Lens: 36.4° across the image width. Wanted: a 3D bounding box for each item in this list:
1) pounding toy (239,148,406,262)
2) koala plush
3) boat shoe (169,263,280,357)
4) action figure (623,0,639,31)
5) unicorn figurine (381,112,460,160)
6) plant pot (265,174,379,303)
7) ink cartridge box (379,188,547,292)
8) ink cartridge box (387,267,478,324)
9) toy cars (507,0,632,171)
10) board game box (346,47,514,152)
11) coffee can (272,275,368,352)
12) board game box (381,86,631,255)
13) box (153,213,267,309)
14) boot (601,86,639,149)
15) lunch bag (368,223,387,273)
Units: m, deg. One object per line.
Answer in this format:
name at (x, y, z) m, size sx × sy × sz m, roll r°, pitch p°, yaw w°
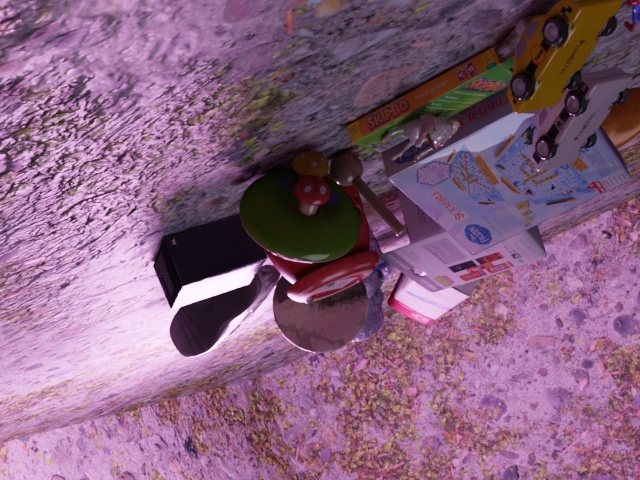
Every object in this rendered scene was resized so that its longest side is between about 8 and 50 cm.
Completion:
pounding toy at (0.003, -0.074, 1.426) m, size 0.237 × 0.183 × 0.110 m, roll -16°, pitch 141°, yaw -33°
koala plush at (0.090, 0.115, 2.386) m, size 0.196 × 0.203 × 0.221 m, roll -4°, pitch 142°, yaw -13°
boat shoe at (-0.211, 0.152, 2.112) m, size 0.320 × 0.118 × 0.103 m, roll -43°, pitch 163°, yaw 34°
action figure at (0.447, -0.332, 1.355) m, size 0.038 × 0.030 × 0.115 m, roll -28°, pitch 164°, yaw -2°
unicorn figurine at (0.145, -0.151, 1.392) m, size 0.111 × 0.060 × 0.162 m, roll -33°, pitch -179°, yaw 41°
plant pot at (0.000, 0.000, 1.668) m, size 0.191 × 0.174 × 0.191 m, roll -24°, pitch 167°, yaw -6°
ink cartridge box at (0.286, -0.023, 2.006) m, size 0.272 × 0.130 × 0.309 m, roll -21°, pitch 154°, yaw 20°
ink cartridge box at (0.297, 0.054, 2.346) m, size 0.226 × 0.131 × 0.306 m, roll -61°, pitch -175°, yaw -21°
toy cars at (0.335, -0.226, 1.352) m, size 0.176 × 0.087 × 0.394 m, roll -35°, pitch 153°, yaw 7°
board game box at (0.172, -0.202, 1.406) m, size 0.259 × 0.039 × 0.124 m, roll -24°, pitch 170°, yaw 20°
coffee can at (0.002, 0.139, 2.141) m, size 0.201 × 0.201 × 0.275 m, roll -23°, pitch 177°, yaw -1°
board game box at (0.318, -0.126, 1.641) m, size 0.318 × 0.066 × 0.319 m, roll -27°, pitch 142°, yaw 22°
box at (-0.191, 0.036, 1.662) m, size 0.156 × 0.093 × 0.158 m, roll -18°, pitch 167°, yaw -21°
boot at (0.469, -0.204, 1.809) m, size 0.295 × 0.104 × 0.211 m, roll -24°, pitch 170°, yaw 30°
lunch bag at (0.042, 0.024, 1.963) m, size 0.151 × 0.129 × 0.096 m, roll -25°, pitch 170°, yaw 1°
